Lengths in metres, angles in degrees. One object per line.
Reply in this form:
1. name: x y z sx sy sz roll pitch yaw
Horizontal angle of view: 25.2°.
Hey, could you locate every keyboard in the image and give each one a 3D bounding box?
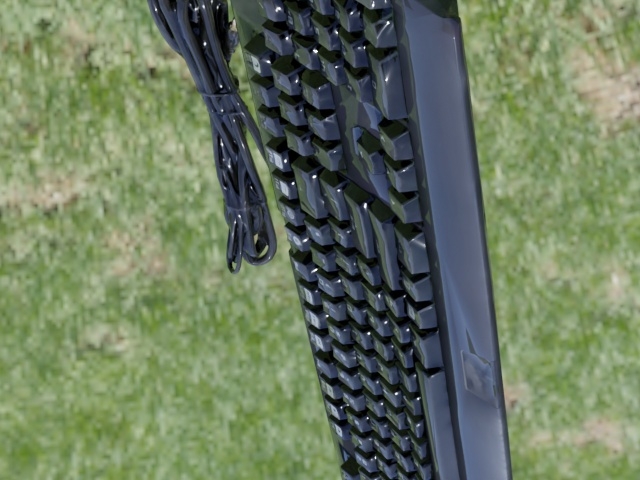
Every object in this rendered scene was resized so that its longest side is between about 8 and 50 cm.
1. keyboard: 0.000 0.000 0.539 0.033 0.201 0.317 -28 134 -19
